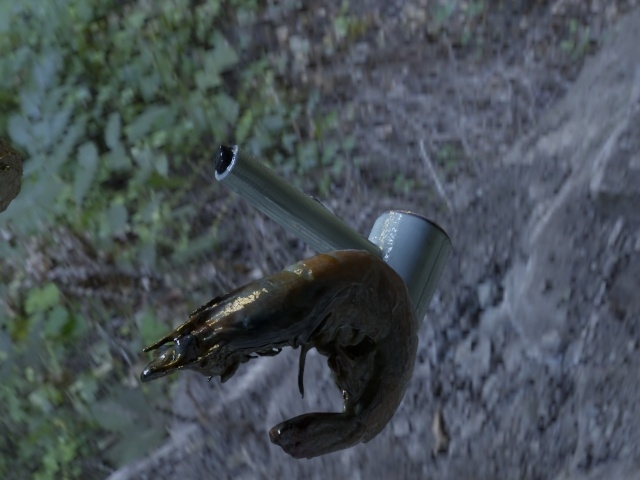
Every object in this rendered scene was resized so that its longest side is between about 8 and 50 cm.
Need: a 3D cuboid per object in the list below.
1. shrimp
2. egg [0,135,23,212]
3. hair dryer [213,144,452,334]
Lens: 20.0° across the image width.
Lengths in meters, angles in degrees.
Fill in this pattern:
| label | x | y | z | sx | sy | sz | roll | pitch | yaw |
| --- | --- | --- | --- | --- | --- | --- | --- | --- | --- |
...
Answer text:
| label | x | y | z | sx | sy | sz | roll | pitch | yaw |
| --- | --- | --- | --- | --- | --- | --- | --- | --- | --- |
| shrimp | -0.021 | 0.087 | 1.285 | 0.251 | 0.052 | 0.143 | -12 | 93 | -35 |
| egg | -0.375 | -0.067 | 1.904 | 0.116 | 0.140 | 0.118 | 44 | 121 | 10 |
| hair dryer | 0.000 | 0.000 | 1.514 | 0.236 | 0.073 | 0.131 | 38 | 60 | -26 |
